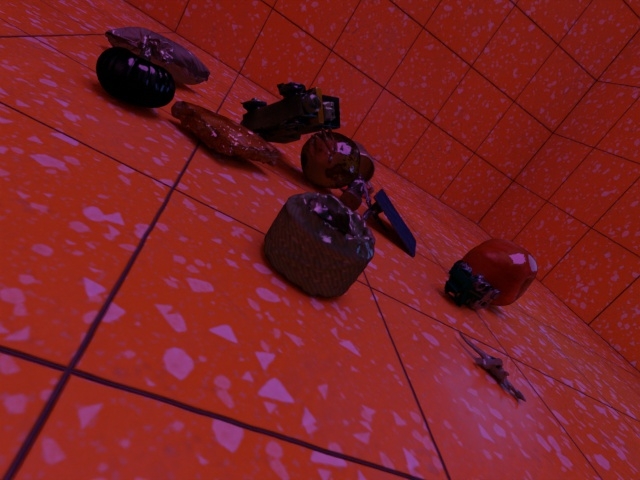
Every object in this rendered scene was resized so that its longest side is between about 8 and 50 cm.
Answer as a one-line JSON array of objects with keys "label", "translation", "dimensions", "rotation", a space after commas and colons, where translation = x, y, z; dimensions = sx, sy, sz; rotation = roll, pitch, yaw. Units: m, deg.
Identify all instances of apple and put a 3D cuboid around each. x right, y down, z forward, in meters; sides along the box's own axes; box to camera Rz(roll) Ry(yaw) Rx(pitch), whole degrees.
[{"label": "apple", "translation": [0.647, 0.109, 1.515], "dimensions": [0.241, 0.242, 0.242], "rotation": [40, 19, 35]}]

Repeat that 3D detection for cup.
[{"label": "cup", "translation": [0.184, -0.352, 1.947], "dimensions": [0.255, 0.173, 0.202], "rotation": [24, 23, -26]}]

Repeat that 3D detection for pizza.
[{"label": "pizza", "translation": [-0.274, -0.291, 1.182], "dimensions": [0.335, 0.086, 0.226], "rotation": [25, 26, -20]}]

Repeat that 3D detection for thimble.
[{"label": "thimble", "translation": [0.000, 0.000, 0.836], "dimensions": [0.219, 0.150, 0.219], "rotation": [30, 20, -12]}]

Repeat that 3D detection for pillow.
[{"label": "pillow", "translation": [-0.600, -0.687, 1.520], "dimensions": [0.283, 0.138, 0.310], "rotation": [27, 17, 6]}]

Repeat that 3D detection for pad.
[{"label": "pad", "translation": [0.292, -0.076, 1.572], "dimensions": [0.270, 0.012, 0.269], "rotation": [55, 19, -4]}]

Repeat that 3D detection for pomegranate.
[{"label": "pomegranate", "translation": [0.023, -0.286, 1.460], "dimensions": [0.221, 0.204, 0.276], "rotation": [5, 10, 17]}]

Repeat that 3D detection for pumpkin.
[{"label": "pumpkin", "translation": [-0.483, -0.423, 1.077], "dimensions": [0.194, 0.150, 0.194], "rotation": [15, 41, -14]}]

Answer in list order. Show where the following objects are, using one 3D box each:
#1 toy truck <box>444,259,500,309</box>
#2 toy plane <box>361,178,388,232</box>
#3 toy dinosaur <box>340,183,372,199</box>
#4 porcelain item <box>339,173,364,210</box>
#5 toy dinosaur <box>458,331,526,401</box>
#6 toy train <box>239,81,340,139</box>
[{"label": "toy truck", "translation": [0.474, 0.155, 1.313], "dimensions": [0.216, 0.116, 0.110], "rotation": [26, 21, -44]}, {"label": "toy plane", "translation": [0.194, -0.117, 1.511], "dimensions": [0.226, 0.058, 0.226], "rotation": [63, 22, -9]}, {"label": "toy dinosaur", "translation": [0.123, -0.209, 1.698], "dimensions": [0.138, 0.070, 0.286], "rotation": [29, 26, 20]}, {"label": "porcelain item", "translation": [0.134, -0.196, 1.558], "dimensions": [0.081, 0.069, 0.216], "rotation": [36, 36, -9]}, {"label": "toy dinosaur", "translation": [0.413, 0.299, 0.983], "dimensions": [0.106, 0.044, 0.187], "rotation": [39, 2, -30]}, {"label": "toy train", "translation": [-0.110, -0.439, 1.460], "dimensions": [0.253, 0.160, 0.397], "rotation": [-6, 4, -44]}]
